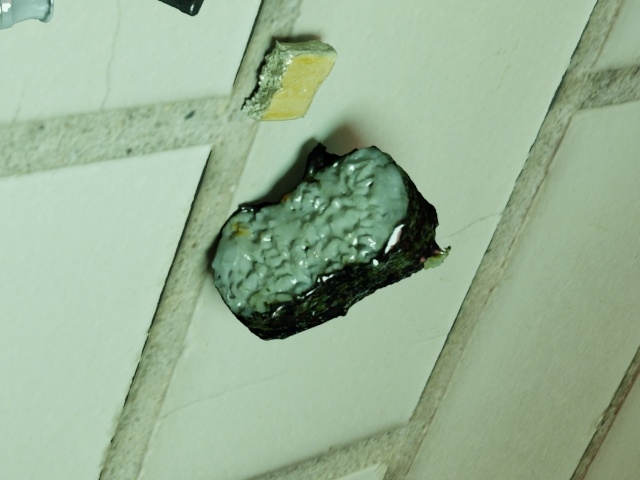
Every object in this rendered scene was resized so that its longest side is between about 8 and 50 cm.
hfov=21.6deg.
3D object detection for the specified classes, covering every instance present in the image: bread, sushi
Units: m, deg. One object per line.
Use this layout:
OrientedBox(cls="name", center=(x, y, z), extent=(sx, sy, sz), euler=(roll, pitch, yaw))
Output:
OrientedBox(cls="bread", center=(-0.026, -0.141, 1.485), extent=(0.070, 0.035, 0.083), euler=(-12, 140, -43))
OrientedBox(cls="sushi", center=(0.000, 0.000, 1.585), extent=(0.212, 0.147, 0.115), euler=(-34, 156, 9))

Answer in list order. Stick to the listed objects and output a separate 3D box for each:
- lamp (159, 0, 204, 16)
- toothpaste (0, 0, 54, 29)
OrientedBox(cls="lamp", center=(-0.079, -0.299, 1.180), extent=(0.172, 0.147, 0.227), euler=(-57, 165, -33))
OrientedBox(cls="toothpaste", center=(-0.299, -0.146, 1.139), extent=(0.234, 0.057, 0.089), euler=(-18, 135, -24))
